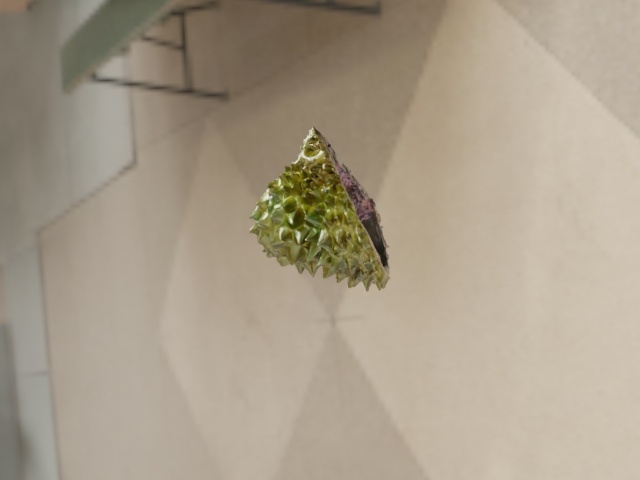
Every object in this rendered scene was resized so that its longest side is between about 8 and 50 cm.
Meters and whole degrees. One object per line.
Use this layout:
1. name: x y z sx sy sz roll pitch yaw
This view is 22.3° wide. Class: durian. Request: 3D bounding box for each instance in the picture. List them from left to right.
1. durian: -0.003 0.000 1.493 0.187 0.108 0.119 53 -161 -59
